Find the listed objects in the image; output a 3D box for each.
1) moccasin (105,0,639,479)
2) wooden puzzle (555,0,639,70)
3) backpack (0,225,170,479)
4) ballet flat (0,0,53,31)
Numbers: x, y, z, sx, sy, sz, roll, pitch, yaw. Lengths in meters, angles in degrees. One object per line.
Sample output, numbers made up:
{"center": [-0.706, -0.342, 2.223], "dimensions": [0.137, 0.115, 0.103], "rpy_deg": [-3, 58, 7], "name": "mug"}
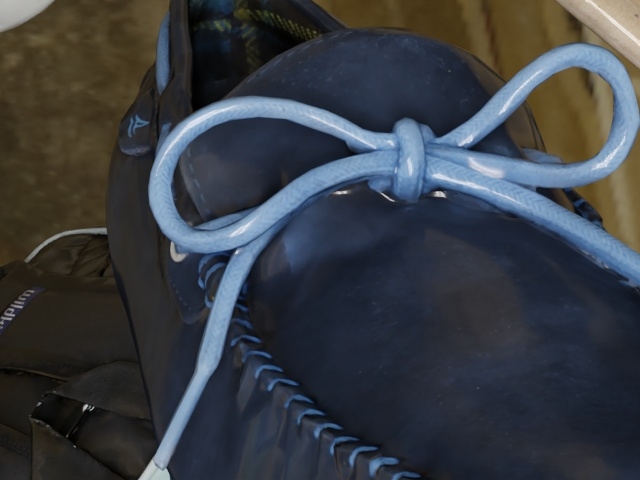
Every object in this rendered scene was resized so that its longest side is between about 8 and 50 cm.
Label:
{"center": [0.000, 0.000, 0.482], "dimensions": [0.138, 0.342, 0.116], "rpy_deg": [-8, 110, -22], "name": "moccasin"}
{"center": [0.122, -0.124, 0.538], "dimensions": [0.239, 0.044, 0.221], "rpy_deg": [36, 56, -2], "name": "wooden puzzle"}
{"center": [-0.074, 0.108, 0.768], "dimensions": [0.191, 0.253, 0.225], "rpy_deg": [39, 71, -18], "name": "backpack"}
{"center": [-0.218, -0.146, 0.477], "dimensions": [0.139, 0.400, 0.139], "rpy_deg": [-29, 131, -40], "name": "ballet flat"}
